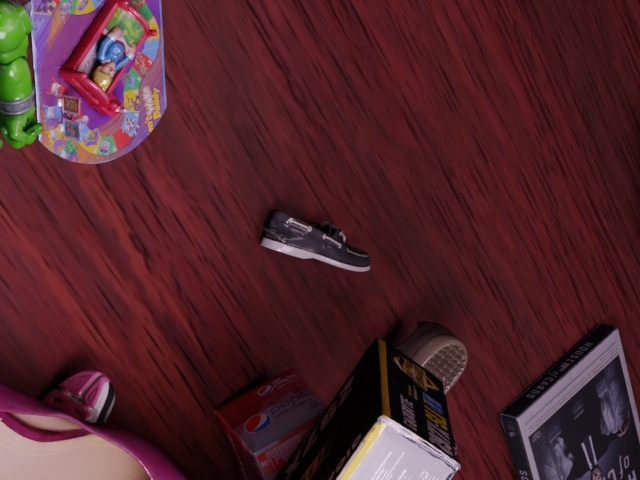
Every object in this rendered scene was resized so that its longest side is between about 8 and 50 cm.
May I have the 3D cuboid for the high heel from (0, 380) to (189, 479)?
[{"bbox_3d":[-0.199,0.188,1.465,0.377,0.181,0.127,30,89,-28],"label":"high heel"}]

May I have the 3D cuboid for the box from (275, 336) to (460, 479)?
[{"bbox_3d":[-0.013,0.251,1.576,0.079,0.257,0.322,34,100,-4],"label":"box"}]

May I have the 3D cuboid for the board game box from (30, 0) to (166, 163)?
[{"bbox_3d":[-0.167,-0.143,1.585,0.133,0.033,0.169,-16,111,-42],"label":"board game box"}]

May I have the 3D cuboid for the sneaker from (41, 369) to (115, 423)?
[{"bbox_3d":[-0.202,0.188,1.610,0.075,0.063,0.170,23,88,-46],"label":"sneaker"}]

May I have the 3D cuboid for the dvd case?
[{"bbox_3d":[0.282,0.235,2.137,0.179,0.029,0.239,-38,124,-33],"label":"dvd case"}]

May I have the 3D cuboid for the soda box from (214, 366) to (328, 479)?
[{"bbox_3d":[-0.004,0.250,1.791,0.083,0.092,0.263,-28,122,-14],"label":"soda box"}]

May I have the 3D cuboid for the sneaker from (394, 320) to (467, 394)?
[{"bbox_3d":[0.058,0.154,1.870,0.188,0.071,0.066,-42,122,-2],"label":"sneaker"}]

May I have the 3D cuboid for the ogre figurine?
[{"bbox_3d":[-0.271,-0.121,1.441,0.197,0.097,0.118,4,108,-35],"label":"ogre figurine"}]

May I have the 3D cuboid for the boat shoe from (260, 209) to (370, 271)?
[{"bbox_3d":[0.000,0.000,1.783,0.125,0.046,0.038,15,94,-38],"label":"boat shoe"}]
